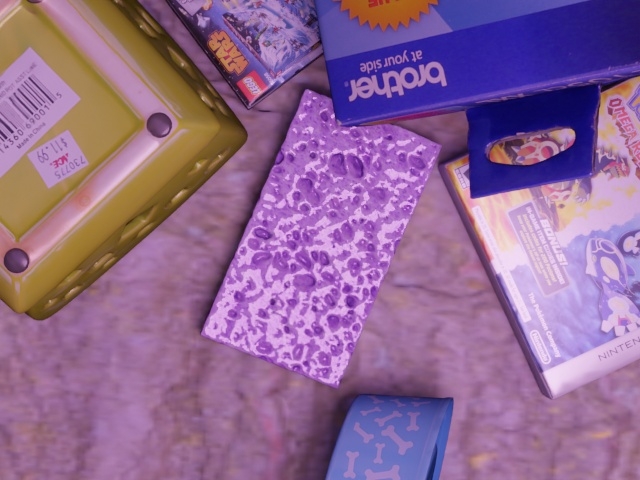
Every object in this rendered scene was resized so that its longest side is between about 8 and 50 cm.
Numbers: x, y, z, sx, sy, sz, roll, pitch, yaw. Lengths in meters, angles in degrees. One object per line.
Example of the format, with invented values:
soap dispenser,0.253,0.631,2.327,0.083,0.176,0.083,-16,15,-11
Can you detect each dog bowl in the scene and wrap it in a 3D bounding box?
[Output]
dog bowl,0.028,0.253,1.328,0.074,0.166,0.297,14,91,9

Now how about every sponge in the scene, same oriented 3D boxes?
sponge,0.000,0.000,1.380,0.117,0.031,0.210,23,90,-3

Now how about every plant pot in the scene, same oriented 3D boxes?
plant pot,-0.205,-0.086,1.284,0.228,0.207,0.227,-42,93,0

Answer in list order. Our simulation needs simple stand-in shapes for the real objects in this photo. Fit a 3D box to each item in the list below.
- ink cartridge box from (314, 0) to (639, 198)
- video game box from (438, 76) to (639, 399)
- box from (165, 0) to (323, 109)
ink cartridge box,0.130,-0.236,1.267,0.270,0.151,0.395,-10,94,31
video game box,0.219,-0.006,1.382,0.187,0.048,0.205,-26,92,-4
box,-0.060,-0.183,1.376,0.094,0.027,0.137,-37,92,-2
